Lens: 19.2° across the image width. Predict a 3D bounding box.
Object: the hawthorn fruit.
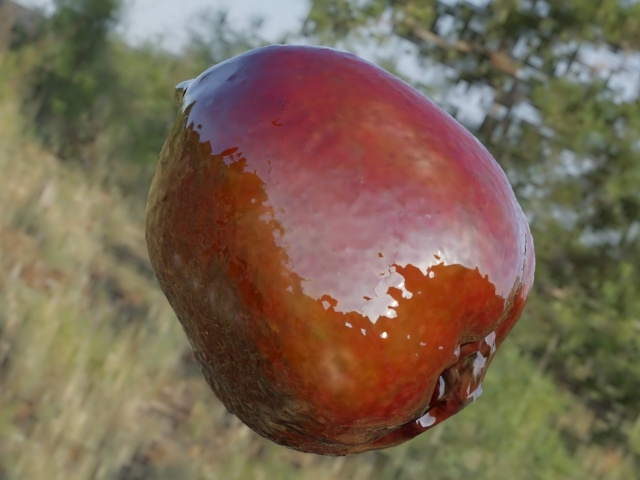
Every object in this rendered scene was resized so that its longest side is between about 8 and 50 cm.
[{"bbox_3d":[0.014,0.006,1.387,0.311,0.295,0.295,64,-12,-16],"label":"hawthorn fruit"}]
